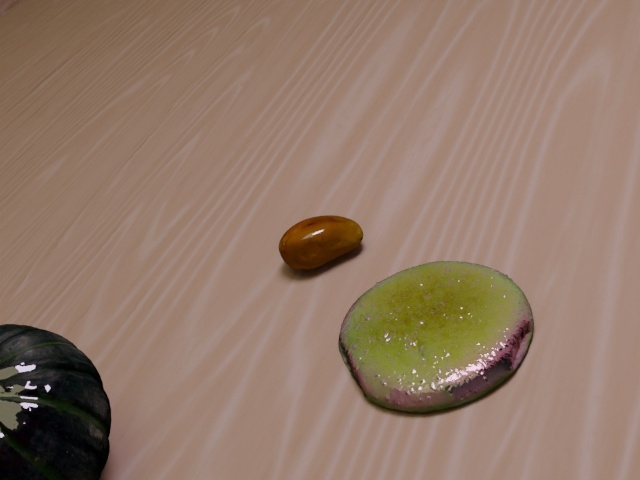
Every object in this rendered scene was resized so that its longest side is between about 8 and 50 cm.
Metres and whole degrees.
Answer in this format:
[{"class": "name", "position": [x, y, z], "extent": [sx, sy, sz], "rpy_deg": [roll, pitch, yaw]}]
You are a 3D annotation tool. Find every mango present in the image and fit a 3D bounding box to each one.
[{"class": "mango", "position": [0.000, 0.000, 1.104], "extent": [0.114, 0.060, 0.080], "rpy_deg": [-17, 22, 9]}]

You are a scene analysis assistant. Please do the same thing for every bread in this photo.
[{"class": "bread", "position": [0.125, 0.098, 0.936], "extent": [0.228, 0.033, 0.228], "rpy_deg": [-13, 38, 10]}]

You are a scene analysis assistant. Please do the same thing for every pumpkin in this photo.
[{"class": "pumpkin", "position": [-0.349, 0.212, 0.894], "extent": [0.249, 0.216, 0.250], "rpy_deg": [1, 65, -3]}]
